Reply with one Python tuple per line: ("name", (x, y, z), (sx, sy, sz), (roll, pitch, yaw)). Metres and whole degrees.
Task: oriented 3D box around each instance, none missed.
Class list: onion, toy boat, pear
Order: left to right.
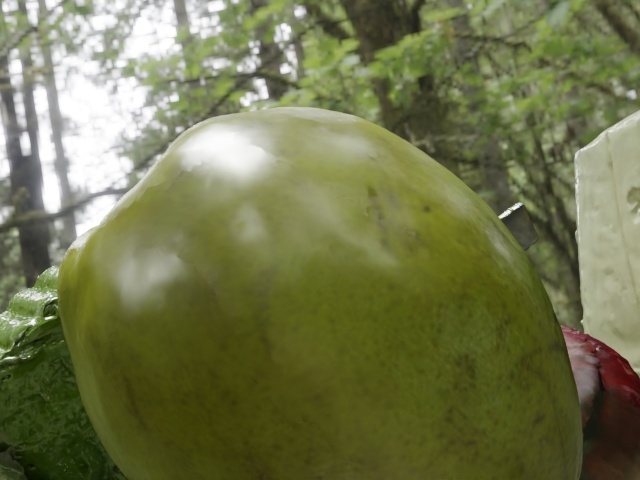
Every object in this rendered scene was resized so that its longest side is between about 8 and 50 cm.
("pear", (0.006, 0.070, 0.623), (0.253, 0.307, 0.253), (-42, 1, 1))
("toy boat", (0.220, 0.007, 1.407), (0.115, 0.063, 0.016), (-35, 23, -17))
("onion", (0.229, 0.196, 1.209), (0.246, 0.246, 0.190), (-14, -51, 10))

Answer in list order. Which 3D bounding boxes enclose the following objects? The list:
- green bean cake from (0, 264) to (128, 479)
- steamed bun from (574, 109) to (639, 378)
("green bean cake", (-0.219, 0.144, 1.027), (0.200, 0.214, 0.113), (-47, 31, -22))
("steamed bun", (0.524, 0.012, 1.401), (0.289, 0.371, 0.456), (-2, -6, -18))
